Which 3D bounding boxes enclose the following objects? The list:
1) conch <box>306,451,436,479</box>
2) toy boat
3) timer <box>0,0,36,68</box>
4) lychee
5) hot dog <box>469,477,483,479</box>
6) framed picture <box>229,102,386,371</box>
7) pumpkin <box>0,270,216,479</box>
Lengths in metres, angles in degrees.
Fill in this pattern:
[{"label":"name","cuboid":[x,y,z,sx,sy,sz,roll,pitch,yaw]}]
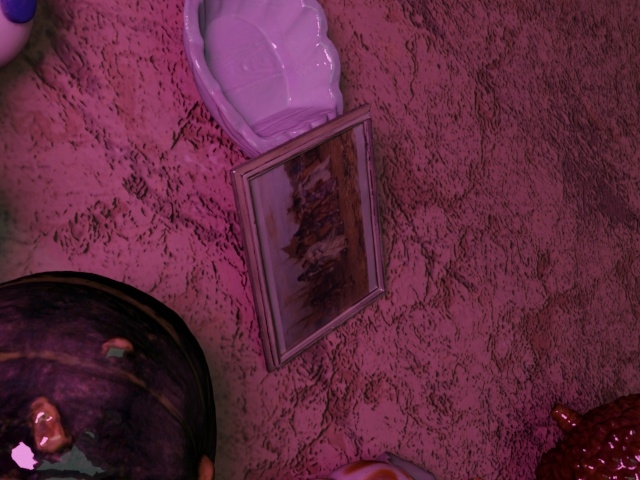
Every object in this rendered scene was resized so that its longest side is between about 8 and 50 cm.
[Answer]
[{"label":"conch","cuboid":[0.071,0.335,0.922,0.275,0.183,0.149,41,93,-18]},{"label":"toy boat","cuboid":[-0.068,-0.190,0.928,0.199,0.100,0.290,-30,101,-34]},{"label":"timer","cuboid":[-0.365,-0.126,0.644,0.270,0.270,0.384,39,48,-25]},{"label":"lychee","cuboid":[0.442,0.343,1.111,0.275,0.276,0.304,-32,73,-34]},{"label":"hot dog","cuboid":[0.220,0.364,1.103,0.037,0.021,0.083,-25,99,-25]},{"label":"framed picture","cuboid":[0.000,0.000,0.928,0.217,0.017,0.274,-32,129,-33]},{"label":"pumpkin","cuboid":[-0.206,0.183,0.640,0.241,0.323,0.323,-2,84,-3]}]
